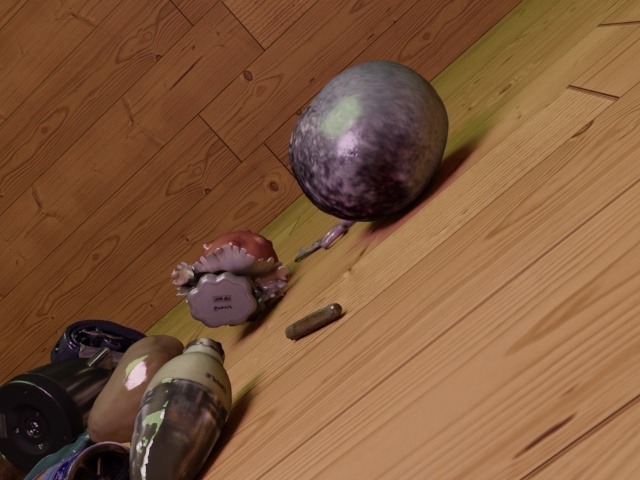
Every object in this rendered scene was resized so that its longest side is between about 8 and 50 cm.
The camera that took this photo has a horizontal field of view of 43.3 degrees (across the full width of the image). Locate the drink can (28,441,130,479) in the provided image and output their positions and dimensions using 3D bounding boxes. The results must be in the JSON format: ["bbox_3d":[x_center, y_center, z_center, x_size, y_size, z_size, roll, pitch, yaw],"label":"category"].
[{"bbox_3d":[-0.288,0.303,0.948,0.097,0.097,0.235,-48,8,-39],"label":"drink can"}]

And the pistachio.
[{"bbox_3d":[-0.262,0.223,1.175,0.185,0.124,0.124,-41,7,-6],"label":"pistachio"}]

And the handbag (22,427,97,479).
[{"bbox_3d":[-0.445,0.404,1.369,0.179,0.062,0.229,-37,7,14],"label":"handbag"}]

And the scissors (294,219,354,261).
[{"bbox_3d":[0.000,0.000,1.525,0.110,0.021,0.212,-45,8,-37],"label":"scissors"}]

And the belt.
[{"bbox_3d":[-0.499,0.262,1.883,0.126,0.230,0.139,-50,40,31],"label":"belt"}]

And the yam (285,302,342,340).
[{"bbox_3d":[-0.009,0.097,0.966,0.021,0.021,0.116,-47,8,-37],"label":"yam"}]

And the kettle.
[{"bbox_3d":[-0.521,0.358,1.696,0.207,0.250,0.271,-5,13,22],"label":"kettle"}]

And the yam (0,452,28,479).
[{"bbox_3d":[-0.724,0.546,1.786,0.131,0.131,0.279,-37,8,36],"label":"yam"}]

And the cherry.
[{"bbox_3d":[0.075,-0.148,1.224,0.255,0.218,0.296,-38,20,4],"label":"cherry"}]

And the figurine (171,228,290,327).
[{"bbox_3d":[-0.151,0.069,1.456,0.207,0.166,0.387,-8,7,2],"label":"figurine"}]

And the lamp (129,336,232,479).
[{"bbox_3d":[-0.149,0.193,0.869,0.101,0.101,0.250,-39,19,24],"label":"lamp"}]
